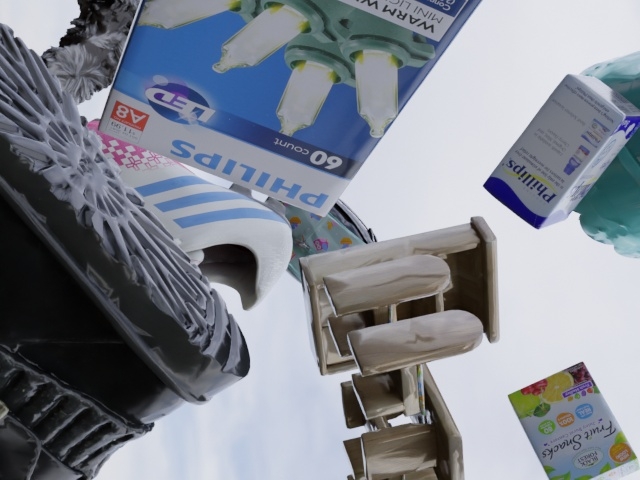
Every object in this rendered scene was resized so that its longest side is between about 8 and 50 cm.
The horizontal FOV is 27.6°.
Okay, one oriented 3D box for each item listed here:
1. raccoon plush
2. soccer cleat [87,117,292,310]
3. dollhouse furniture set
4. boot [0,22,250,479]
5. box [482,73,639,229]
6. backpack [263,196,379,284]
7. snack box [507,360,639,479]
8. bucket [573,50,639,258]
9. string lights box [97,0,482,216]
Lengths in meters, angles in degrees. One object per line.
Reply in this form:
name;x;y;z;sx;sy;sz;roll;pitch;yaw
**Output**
raccoon plush;-0.324;-0.375;1.948;0.216;0.446;0.299;58;-18;-17
soccer cleat;-0.189;-0.029;1.458;0.116;0.331;0.143;120;-11;-50
dollhouse furniture set;0.091;0.099;1.021;0.242;0.161;0.212;-113;-166;-56
boot;-0.239;0.032;0.787;0.348;0.260;0.131;53;13;-12
box;0.239;-0.087;1.263;0.072;0.126;0.137;41;-71;15
backpack;0.000;0.000;1.997;0.144;0.188;0.166;-55;166;0
snack box;0.290;0.220;1.497;0.037;0.100;0.141;61;5;-51
bucket;0.438;-0.112;1.563;0.183;0.281;0.281;159;-76;-69
string lights box;-0.006;-0.121;0.594;0.259;0.133;0.076;126;-18;-57
